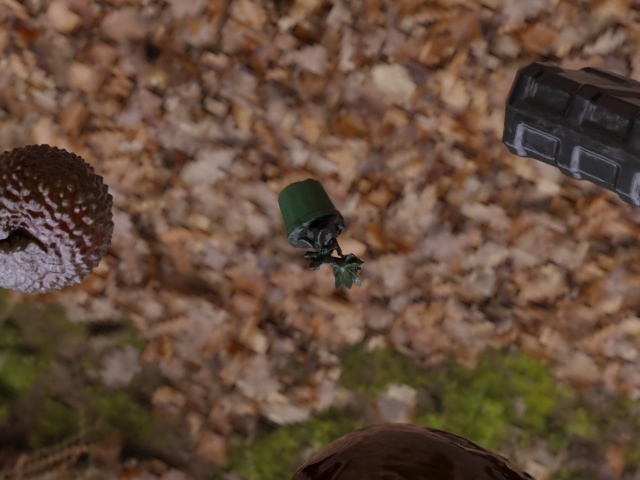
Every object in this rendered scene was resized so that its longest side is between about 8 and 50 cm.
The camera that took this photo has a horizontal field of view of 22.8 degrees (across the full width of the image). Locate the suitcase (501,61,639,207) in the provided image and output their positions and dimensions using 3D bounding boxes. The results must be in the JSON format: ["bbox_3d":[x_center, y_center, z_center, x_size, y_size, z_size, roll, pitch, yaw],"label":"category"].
[{"bbox_3d":[0.289,-0.063,1.111,0.285,0.066,0.206,-1,-160,-40],"label":"suitcase"}]

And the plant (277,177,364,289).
[{"bbox_3d":[0.000,0.000,1.321,0.051,0.051,0.102,64,180,-65],"label":"plant"}]

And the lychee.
[{"bbox_3d":[-0.298,-0.020,1.665,0.165,0.165,0.197,31,-157,-14],"label":"lychee"}]

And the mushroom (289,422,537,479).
[{"bbox_3d":[0.043,0.173,0.594,0.231,0.138,0.194,98,152,-67],"label":"mushroom"}]
